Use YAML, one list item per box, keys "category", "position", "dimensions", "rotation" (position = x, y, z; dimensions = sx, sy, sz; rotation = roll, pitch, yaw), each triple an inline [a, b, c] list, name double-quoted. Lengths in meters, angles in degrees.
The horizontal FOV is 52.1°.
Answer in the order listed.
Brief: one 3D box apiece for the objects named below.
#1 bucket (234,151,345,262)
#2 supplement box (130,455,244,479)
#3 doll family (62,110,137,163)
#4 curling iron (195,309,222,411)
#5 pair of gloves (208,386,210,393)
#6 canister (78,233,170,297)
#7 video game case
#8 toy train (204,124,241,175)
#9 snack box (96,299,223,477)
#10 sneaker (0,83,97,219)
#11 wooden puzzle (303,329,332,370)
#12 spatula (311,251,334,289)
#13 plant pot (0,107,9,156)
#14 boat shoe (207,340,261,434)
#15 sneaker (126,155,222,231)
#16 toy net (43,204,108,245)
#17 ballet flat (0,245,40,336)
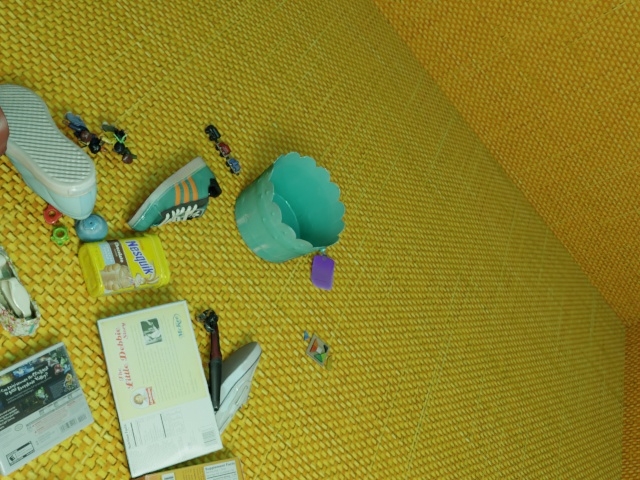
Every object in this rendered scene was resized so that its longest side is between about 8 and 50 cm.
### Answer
- category: "bucket"
  position: [-0.085, -0.079, 1.784]
  dimensions: [0.281, 0.183, 0.281]
  rotation: [23, 54, -37]
- category: "supplement box"
  position: [-0.271, 0.507, 1.350]
  dimensions: [0.233, 0.078, 0.080]
  rotation: [8, 60, -44]
- category: "doll family"
  position: [-0.498, -0.230, 1.484]
  dimensions: [0.193, 0.076, 0.111]
  rotation: [6, 33, -41]
- category: "curling iron"
  position: [-0.249, 0.267, 1.480]
  dimensions: [0.068, 0.035, 0.274]
  rotation: [37, 28, -39]
- category: "pair of gloves"
  position: [-0.280, 0.348, 1.437]
  dimensions: [0.083, 0.074, 0.010]
  rotation: [-57, 145, -47]
- category: "canister"
  position: [-0.430, 0.055, 1.435]
  dimensions: [0.170, 0.073, 0.126]
  rotation: [-9, 76, -47]
- category: "video game case"
  position: [-0.530, 0.305, 1.206]
  dimensions: [0.190, 0.022, 0.173]
  rotation: [-28, 103, -49]
- category: "toy train"
  position: [-0.264, -0.249, 1.801]
  dimensions: [0.158, 0.036, 0.027]
  rotation: [58, 41, -5]
- category: "snack box"
  position: [-0.335, 0.300, 1.356]
  dimensions: [0.187, 0.060, 0.322]
  rotation: [-12, 77, -22]
- category: "sneaker"
  position: [-0.589, -0.174, 1.347]
  dimensions: [0.135, 0.150, 0.366]
  rotation: [-27, 61, -33]
- category: "wooden puzzle"
  position: [-0.004, 0.300, 1.789]
  dimensions: [0.116, 0.014, 0.079]
  rotation: [38, 46, -26]
- category: "spatula"
  position: [0.000, 0.000, 1.945]
  dimensions: [0.084, 0.030, 0.297]
  rotation: [16, 58, -38]
- category: "plant pot"
  position: [-0.708, -0.162, 1.137]
  dimensions: [0.272, 0.272, 0.265]
  rotation: [46, 35, -19]
- category: "boat shoe"
  position: [-0.204, 0.349, 1.494]
  dimensions: [0.088, 0.096, 0.267]
  rotation: [54, 43, -20]
- category: "sneaker"
  position: [-0.339, -0.093, 1.583]
  dimensions: [0.121, 0.108, 0.302]
  rotation: [49, 41, -9]
- category: "toy net"
  position: [-0.546, -0.099, 1.427]
  dimensions: [0.122, 0.045, 0.232]
  rotation: [-14, 75, -19]
- category: "ballet flat"
  position: [-0.604, 0.071, 1.241]
  dimensions: [0.241, 0.077, 0.091]
  rotation: [57, 41, -5]
